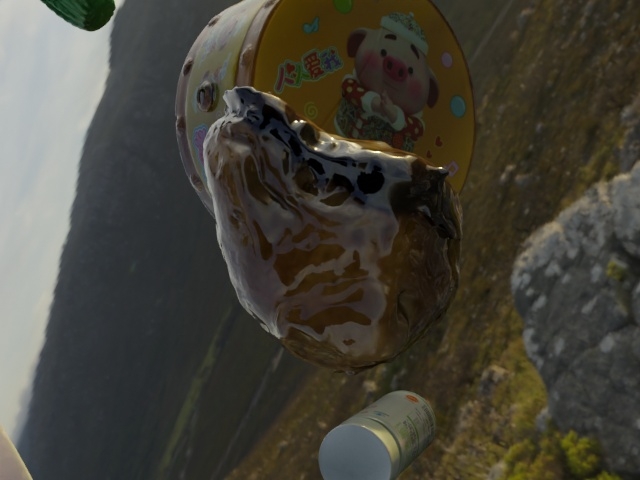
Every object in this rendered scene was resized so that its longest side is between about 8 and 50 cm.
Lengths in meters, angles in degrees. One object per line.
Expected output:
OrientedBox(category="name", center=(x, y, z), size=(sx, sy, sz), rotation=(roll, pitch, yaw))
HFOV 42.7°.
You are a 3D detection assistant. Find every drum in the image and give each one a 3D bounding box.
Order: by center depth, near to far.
OrientedBox(category="drum", center=(0.012, -0.179, 1.205), size=(0.214, 0.431, 0.430), rotation=(0, 64, 53))

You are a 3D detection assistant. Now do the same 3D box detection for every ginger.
OrientedBox(category="ginger", center=(0.000, 0.000, 0.767), size=(0.200, 0.270, 0.222), rotation=(-9, -61, -77))

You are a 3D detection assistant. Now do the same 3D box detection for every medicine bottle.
OrientedBox(category="medicine bottle", center=(0.072, 0.233, 0.955), size=(0.086, 0.086, 0.183), rotation=(-64, -20, 12))

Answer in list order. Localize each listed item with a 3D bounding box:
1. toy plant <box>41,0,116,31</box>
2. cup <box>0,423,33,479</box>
OrientedBox(category="toy plant", center=(-0.368, -0.372, 1.090), size=(0.088, 0.240, 0.154), rotation=(-44, -26, -17))
OrientedBox(category="cup", center=(-0.280, 0.198, 0.305), size=(0.372, 0.253, 0.253), rotation=(-24, -21, -41))
